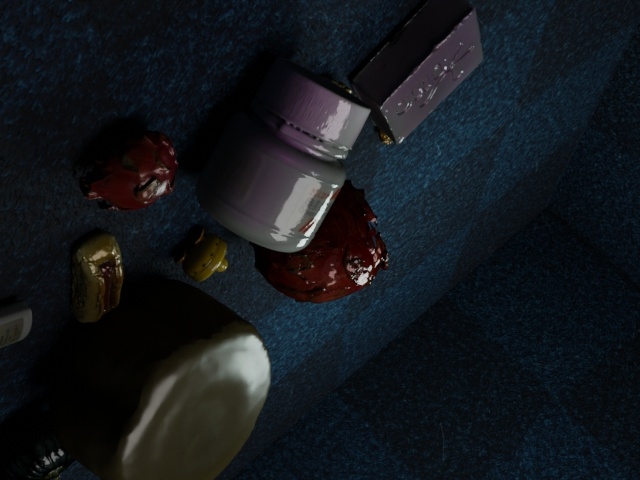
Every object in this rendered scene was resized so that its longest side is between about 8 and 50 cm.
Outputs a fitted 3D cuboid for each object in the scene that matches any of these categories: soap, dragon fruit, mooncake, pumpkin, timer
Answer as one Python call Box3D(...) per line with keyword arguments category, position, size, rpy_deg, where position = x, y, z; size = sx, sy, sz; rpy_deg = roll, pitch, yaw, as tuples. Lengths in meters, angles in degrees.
Box3D(category="soap", position=(0.218, -0.378, 2.053), size=(0.296, 0.107, 0.285), rpy_deg=(-45, 163, 3))
Box3D(category="dragon fruit", position=(0.000, 0.000, 2.084), size=(0.301, 0.296, 0.296), rpy_deg=(-5, 144, -21))
Box3D(category="mooncake", position=(-0.327, 0.323, 1.953), size=(0.467, 0.262, 0.467), rpy_deg=(-38, 141, -40))
Box3D(category="pumpkin", position=(-0.596, 0.450, 1.988), size=(0.202, 0.140, 0.202), rpy_deg=(-38, 169, -9))
Box3D(category="dragon fruit", position=(-0.302, -0.107, 1.492), size=(0.166, 0.133, 0.136), rpy_deg=(-26, 146, -19))
Box3D(category="timer", position=(-0.236, 0.040, 1.954), size=(0.107, 0.109, 0.107), rpy_deg=(-40, -155, 24))

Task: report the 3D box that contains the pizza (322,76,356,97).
Box3D(category="pizza", position=(0.023, -0.263, 1.946), size=(0.127, 0.058, 0.246), rpy_deg=(-45, 159, 2))

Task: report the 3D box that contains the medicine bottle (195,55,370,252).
Box3D(category="medicine bottle", position=(-0.065, -0.158, 1.704), size=(0.302, 0.241, 0.241), rpy_deg=(-61, 157, 14))

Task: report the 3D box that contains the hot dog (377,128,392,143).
Box3D(category="hot dog", position=(0.201, -0.297, 2.262), size=(0.165, 0.045, 0.071), rpy_deg=(-42, 163, -12))

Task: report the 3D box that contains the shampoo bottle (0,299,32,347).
Box3D(category="shampoo bottle", position=(-0.594, 0.166, 1.555), size=(0.227, 0.056, 0.086), rpy_deg=(-20, 148, -50))

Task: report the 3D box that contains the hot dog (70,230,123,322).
Box3D(category="hot dog", position=(-0.412, 0.079, 1.731), size=(0.084, 0.073, 0.242), rpy_deg=(-37, 160, -36))
